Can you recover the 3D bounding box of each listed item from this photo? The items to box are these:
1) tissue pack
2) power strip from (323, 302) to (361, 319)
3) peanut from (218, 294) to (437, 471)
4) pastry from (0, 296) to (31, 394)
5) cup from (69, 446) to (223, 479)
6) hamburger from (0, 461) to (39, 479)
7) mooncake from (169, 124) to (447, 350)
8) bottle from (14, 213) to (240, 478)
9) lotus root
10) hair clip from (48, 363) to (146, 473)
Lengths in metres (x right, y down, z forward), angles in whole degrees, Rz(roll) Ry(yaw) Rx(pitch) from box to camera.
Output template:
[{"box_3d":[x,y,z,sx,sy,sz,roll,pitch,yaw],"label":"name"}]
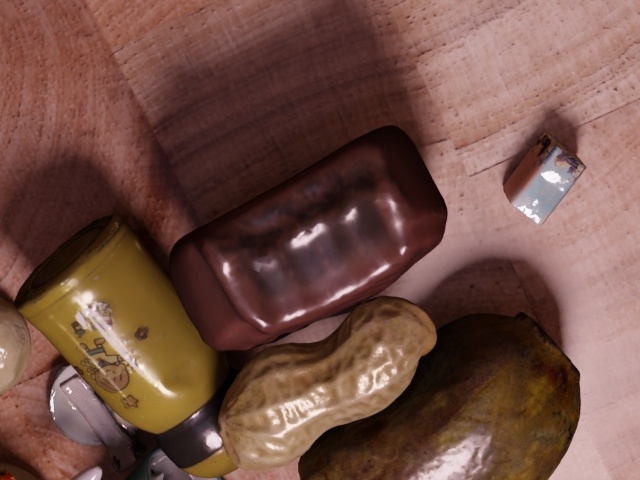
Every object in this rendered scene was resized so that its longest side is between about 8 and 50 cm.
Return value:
[{"box_3d":[0.272,-0.074,1.788,0.058,0.074,0.094,34,103,-12],"label":"tissue pack"},{"box_3d":[0.013,0.084,1.875,0.083,0.017,0.027,-16,102,8],"label":"power strip"},{"box_3d":[0.002,0.164,1.727,0.298,0.120,0.136,-31,119,12],"label":"peanut"},{"box_3d":[-0.452,0.137,1.887,0.156,0.092,0.156,3,110,9],"label":"pastry"},{"box_3d":[-0.216,0.381,1.900,0.299,0.167,0.173,30,115,-30],"label":"cup"},{"box_3d":[-0.457,0.418,1.893,0.276,0.179,0.294,32,106,15],"label":"hamburger"},{"box_3d":[0.000,0.000,1.704,0.325,0.334,0.174,-27,92,-29],"label":"mooncake"},{"box_3d":[-0.208,0.150,1.829,0.171,0.171,0.351,-35,105,12],"label":"bottle"},{"box_3d":[0.164,0.240,1.798,0.346,0.250,0.250,-43,98,9],"label":"lotus root"},{"box_3d":[-0.294,0.223,1.919,0.116,0.049,0.172,-35,97,7],"label":"hair clip"}]
